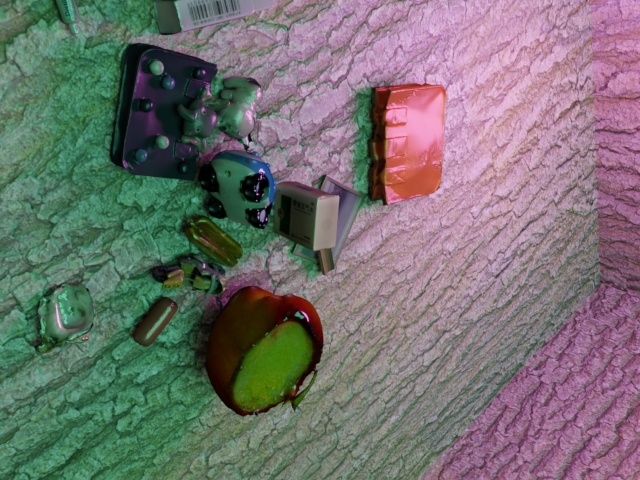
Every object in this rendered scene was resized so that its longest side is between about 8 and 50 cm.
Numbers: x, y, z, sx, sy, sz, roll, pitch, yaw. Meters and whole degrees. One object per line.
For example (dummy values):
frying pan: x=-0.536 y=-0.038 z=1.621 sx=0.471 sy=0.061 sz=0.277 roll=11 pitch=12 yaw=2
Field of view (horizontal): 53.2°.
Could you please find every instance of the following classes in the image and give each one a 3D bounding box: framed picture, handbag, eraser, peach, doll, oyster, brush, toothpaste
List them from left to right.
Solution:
toothpaste: x=-0.579 y=-0.574 z=1.430 sx=0.064 sy=0.041 sz=0.218 roll=-22 pitch=116 yaw=-29
oyster: x=-0.660 y=0.204 z=1.636 sx=0.191 sy=0.081 sz=0.163 roll=-43 pitch=103 yaw=-24
handbag: x=-0.382 y=-0.322 z=1.654 sx=0.269 sy=0.118 sz=0.325 roll=1 pitch=107 yaw=-43
eraser: x=-0.270 y=-0.599 z=1.637 sx=0.287 sy=0.130 sz=0.086 roll=-27 pitch=119 yaw=-31
doll: x=-0.224 y=-0.363 z=1.792 sx=0.149 sy=0.095 sz=0.192 roll=25 pitch=86 yaw=-47
peach: x=-0.174 y=0.312 z=1.938 sx=0.335 sy=0.310 sz=0.405 roll=6 pitch=116 yaw=-31
brush: x=0.000 y=0.000 z=2.147 sx=0.054 sy=0.048 sz=0.282 roll=-34 pitch=133 yaw=-25
framed picture: x=0.031 y=-0.059 z=2.193 sx=0.213 sy=0.016 sz=0.289 roll=24 pitch=89 yaw=-45
handbag: x=0.303 y=-0.345 z=2.269 sx=0.304 sy=0.116 sz=0.409 roll=-15 pitch=115 yaw=-35

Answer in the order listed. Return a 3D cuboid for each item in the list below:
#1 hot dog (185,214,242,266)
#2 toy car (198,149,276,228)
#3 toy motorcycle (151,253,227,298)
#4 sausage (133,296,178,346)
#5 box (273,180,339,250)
hot dog: x=-0.315 y=0.000 z=1.870 sx=0.092 sy=0.062 sz=0.235 roll=-54 pitch=136 yaw=-12
toy car: x=-0.216 y=-0.161 z=1.807 sx=0.255 sy=0.189 sz=0.190 roll=81 pitch=28 yaw=-53
toy motorcycle: x=-0.358 y=0.107 z=1.824 sx=0.229 sy=0.130 sz=0.094 roll=-2 pitch=127 yaw=-42
sausage: x=-0.469 y=0.232 z=1.819 sx=0.154 sy=0.062 sz=0.062 roll=-54 pitch=133 yaw=-14
box: x=-0.047 y=-0.080 z=1.977 sx=0.095 sy=0.212 sz=0.168 roll=-8 pitch=111 yaw=-39
